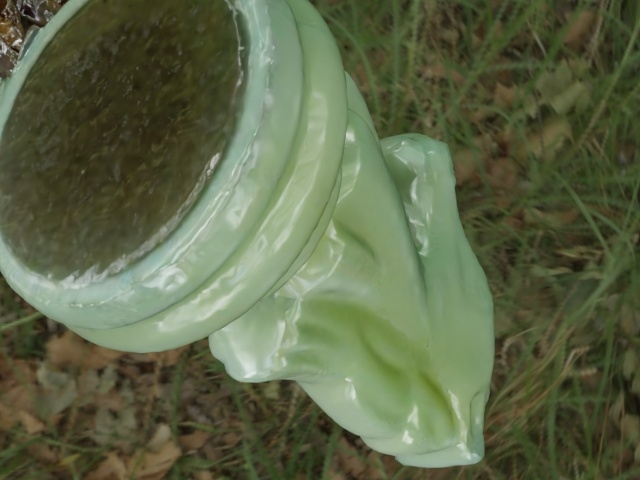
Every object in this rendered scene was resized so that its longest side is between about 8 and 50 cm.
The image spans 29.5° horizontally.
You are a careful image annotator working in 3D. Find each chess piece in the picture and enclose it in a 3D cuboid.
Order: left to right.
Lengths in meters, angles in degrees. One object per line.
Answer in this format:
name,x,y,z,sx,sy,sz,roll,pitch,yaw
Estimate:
chess piece,0.000,0.000,0.588,0.175,0.298,0.176,-17,59,31

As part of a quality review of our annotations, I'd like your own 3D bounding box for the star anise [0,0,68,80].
star anise,-0.290,-0.195,0.960,0.214,0.220,0.099,23,123,-13
